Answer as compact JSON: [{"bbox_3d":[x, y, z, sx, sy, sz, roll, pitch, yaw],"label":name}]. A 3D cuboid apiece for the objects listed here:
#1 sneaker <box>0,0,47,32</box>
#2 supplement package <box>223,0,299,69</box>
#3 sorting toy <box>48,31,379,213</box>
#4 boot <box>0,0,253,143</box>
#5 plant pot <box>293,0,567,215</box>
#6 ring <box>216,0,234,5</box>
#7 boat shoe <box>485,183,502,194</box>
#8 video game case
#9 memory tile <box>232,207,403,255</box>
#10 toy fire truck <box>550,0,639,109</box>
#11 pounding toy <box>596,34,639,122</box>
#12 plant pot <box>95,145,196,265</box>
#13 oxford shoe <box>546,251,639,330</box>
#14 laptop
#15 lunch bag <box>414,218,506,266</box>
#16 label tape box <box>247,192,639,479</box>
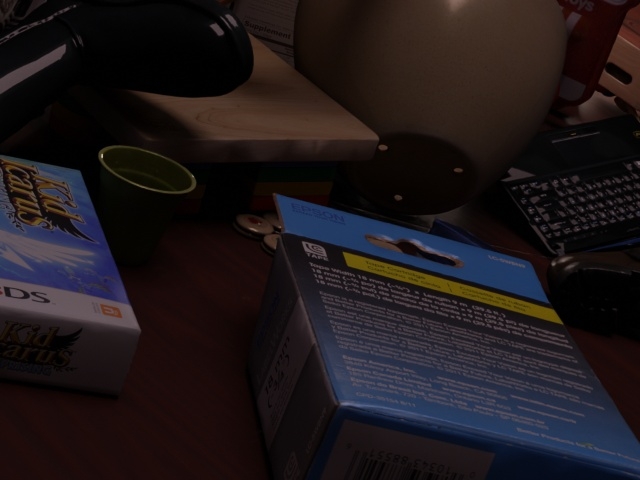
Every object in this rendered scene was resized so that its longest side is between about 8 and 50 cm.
[{"bbox_3d":[-0.389,-0.269,1.676,0.210,0.137,0.366,26,25,5],"label":"sneaker"},{"bbox_3d":[-0.025,-0.257,1.973,0.204,0.145,0.262,15,22,-15],"label":"supplement package"},{"bbox_3d":[-0.124,-0.114,1.602,0.257,0.089,0.255,-3,31,-36],"label":"sorting toy"},{"bbox_3d":[-0.206,-0.132,1.408,0.246,0.094,0.207,15,40,36],"label":"boot"},{"bbox_3d":[0.101,-0.138,1.700,0.284,0.284,0.191,17,54,-10],"label":"plant pot"},{"bbox_3d":[-0.024,-0.288,1.688,0.336,0.032,0.336,-23,17,8],"label":"ring"},{"bbox_3d":[0.230,-0.062,1.878,0.125,0.046,0.038,15,25,8],"label":"boat shoe"},{"bbox_3d":[-0.277,0.004,1.239,0.244,0.061,0.269,12,23,-24],"label":"video game case"},{"bbox_3d":[0.000,0.000,1.563,0.113,0.012,0.148,35,25,31],"label":"memory tile"},{"bbox_3d":[0.258,-0.312,2.209,0.302,0.254,0.169,29,23,20],"label":"toy fire truck"},{"bbox_3d":[0.436,-0.215,2.371,0.141,0.100,0.130,38,11,19],"label":"pounding toy"},{"bbox_3d":[-0.153,-0.025,1.391,0.083,0.079,0.083,17,22,-7],"label":"plant pot"},{"bbox_3d":[0.328,0.051,1.648,0.227,0.083,0.096,17,19,-12],"label":"oxford shoe"},{"bbox_3d":[0.336,-0.069,1.781,0.234,0.136,0.264,-12,53,-30],"label":"laptop"},{"bbox_3d":[0.134,0.032,1.541,0.098,0.065,0.067,33,9,31],"label":"lunch bag"},{"bbox_3d":[0.078,0.104,1.260,0.240,0.106,0.334,15,21,-16],"label":"label tape box"}]
